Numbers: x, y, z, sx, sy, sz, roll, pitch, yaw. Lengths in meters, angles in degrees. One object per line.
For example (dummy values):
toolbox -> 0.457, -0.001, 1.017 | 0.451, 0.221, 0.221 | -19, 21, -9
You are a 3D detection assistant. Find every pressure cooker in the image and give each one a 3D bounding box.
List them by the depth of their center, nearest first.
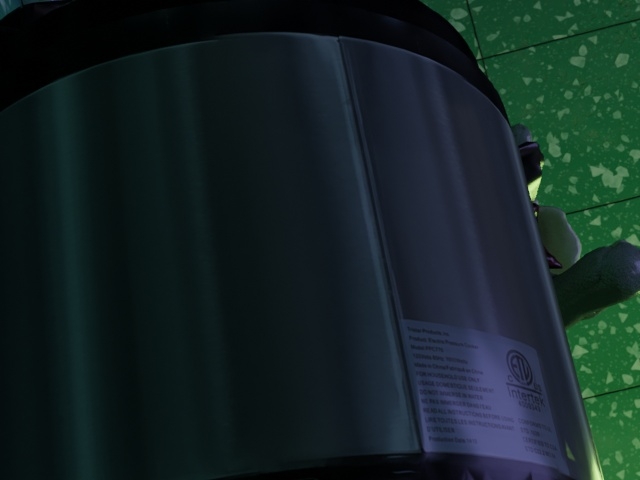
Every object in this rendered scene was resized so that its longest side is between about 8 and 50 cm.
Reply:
pressure cooker -> -0.039, 0.045, 0.821 | 0.370, 0.376, 0.420 | 61, 17, -60

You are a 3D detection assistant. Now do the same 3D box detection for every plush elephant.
plush elephant -> 0.196, -0.007, 1.605 | 0.330, 0.272, 0.255 | 115, -14, -52

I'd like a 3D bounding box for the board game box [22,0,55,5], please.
board game box -> -0.253, -0.267, 1.231 | 0.103, 0.026, 0.154 | -71, 147, -80
